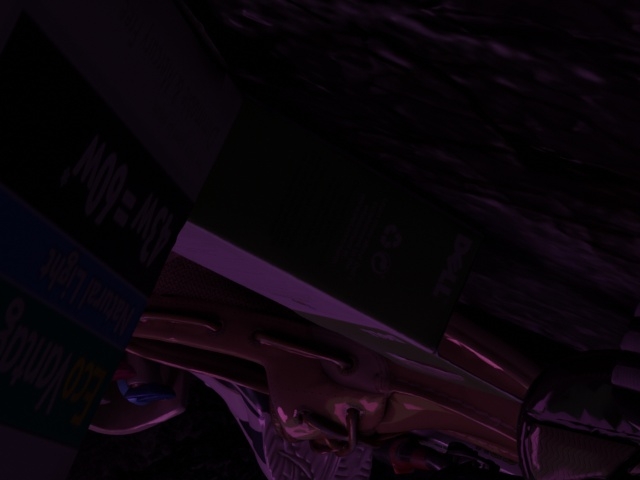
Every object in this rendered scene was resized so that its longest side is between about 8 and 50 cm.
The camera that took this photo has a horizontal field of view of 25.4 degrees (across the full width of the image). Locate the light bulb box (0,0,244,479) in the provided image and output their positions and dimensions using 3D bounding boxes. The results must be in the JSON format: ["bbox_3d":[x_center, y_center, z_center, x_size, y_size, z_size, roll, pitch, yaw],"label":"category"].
[{"bbox_3d":[-0.257,-0.069,0.419,0.361,0.225,0.358,22,170,14],"label":"light bulb box"}]

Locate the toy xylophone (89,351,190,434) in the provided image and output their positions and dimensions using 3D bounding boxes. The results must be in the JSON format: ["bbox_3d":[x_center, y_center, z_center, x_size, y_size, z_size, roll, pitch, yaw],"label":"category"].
[{"bbox_3d":[-0.262,0.044,1.286,0.323,0.236,0.081,26,129,-36],"label":"toy xylophone"}]

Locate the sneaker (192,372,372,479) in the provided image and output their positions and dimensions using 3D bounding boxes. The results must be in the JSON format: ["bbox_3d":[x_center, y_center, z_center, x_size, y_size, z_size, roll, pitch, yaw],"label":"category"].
[{"bbox_3d":[-0.049,0.105,1.127,0.235,0.094,0.153,56,170,-23],"label":"sneaker"}]

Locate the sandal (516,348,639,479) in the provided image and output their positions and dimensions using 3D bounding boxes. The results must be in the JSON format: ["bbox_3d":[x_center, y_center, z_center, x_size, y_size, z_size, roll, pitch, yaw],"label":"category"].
[{"bbox_3d":[0.240,0.122,0.658,0.303,0.120,0.086,25,-161,7],"label":"sandal"}]

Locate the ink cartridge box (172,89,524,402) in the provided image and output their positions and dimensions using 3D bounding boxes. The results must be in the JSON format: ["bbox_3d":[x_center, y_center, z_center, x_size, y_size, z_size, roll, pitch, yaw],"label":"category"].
[{"bbox_3d":[0.000,0.000,0.654,0.209,0.062,0.109,29,170,-26],"label":"ink cartridge box"}]

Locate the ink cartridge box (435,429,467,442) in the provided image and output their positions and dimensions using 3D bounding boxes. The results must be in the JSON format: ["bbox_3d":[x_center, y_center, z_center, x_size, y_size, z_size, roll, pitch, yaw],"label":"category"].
[{"bbox_3d":[0.086,0.104,1.045,0.189,0.066,0.232,18,173,36],"label":"ink cartridge box"}]

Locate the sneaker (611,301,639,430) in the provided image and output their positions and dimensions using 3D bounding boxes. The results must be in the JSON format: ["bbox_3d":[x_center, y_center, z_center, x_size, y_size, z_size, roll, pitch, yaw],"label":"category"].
[{"bbox_3d":[0.213,0.070,0.491,0.132,0.086,0.229,23,-178,-22],"label":"sneaker"}]

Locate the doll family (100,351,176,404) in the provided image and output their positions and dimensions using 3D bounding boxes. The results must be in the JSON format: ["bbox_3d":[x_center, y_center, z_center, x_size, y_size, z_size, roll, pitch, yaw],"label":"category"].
[{"bbox_3d":[-0.197,0.043,1.136,0.118,0.163,0.263,-8,168,1],"label":"doll family"}]

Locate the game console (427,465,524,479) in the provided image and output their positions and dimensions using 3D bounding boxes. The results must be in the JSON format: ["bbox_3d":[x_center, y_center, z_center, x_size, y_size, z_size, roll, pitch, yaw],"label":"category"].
[{"bbox_3d":[0.257,0.222,1.078,0.361,0.044,0.213,11,169,3],"label":"game console"}]

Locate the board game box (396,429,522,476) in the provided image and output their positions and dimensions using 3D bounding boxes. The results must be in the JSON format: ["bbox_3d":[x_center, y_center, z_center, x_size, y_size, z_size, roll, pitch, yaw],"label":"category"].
[{"bbox_3d":[0.146,0.191,1.365,0.305,0.053,0.193,23,170,9],"label":"board game box"}]

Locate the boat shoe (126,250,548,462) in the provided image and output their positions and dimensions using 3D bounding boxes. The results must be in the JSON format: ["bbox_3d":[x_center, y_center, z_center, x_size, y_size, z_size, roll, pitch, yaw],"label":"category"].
[{"bbox_3d":[0.014,0.087,0.908,0.341,0.110,0.121,21,162,27],"label":"boat shoe"}]

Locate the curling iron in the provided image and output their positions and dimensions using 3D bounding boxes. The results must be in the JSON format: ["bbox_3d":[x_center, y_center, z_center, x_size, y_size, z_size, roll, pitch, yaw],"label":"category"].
[{"bbox_3d":[0.089,0.204,1.310,0.068,0.035,0.274,28,167,-12],"label":"curling iron"}]
